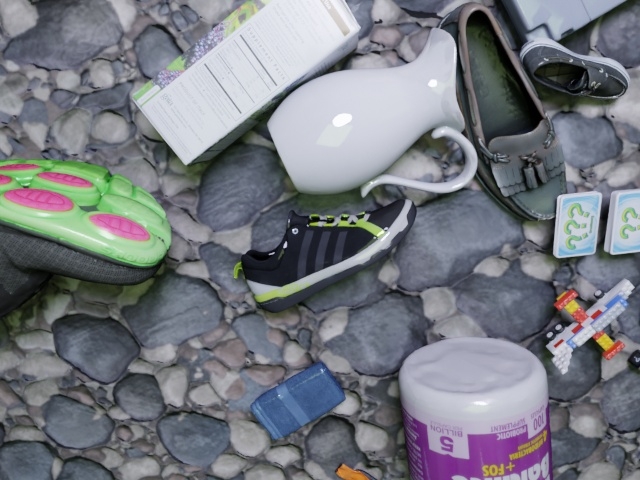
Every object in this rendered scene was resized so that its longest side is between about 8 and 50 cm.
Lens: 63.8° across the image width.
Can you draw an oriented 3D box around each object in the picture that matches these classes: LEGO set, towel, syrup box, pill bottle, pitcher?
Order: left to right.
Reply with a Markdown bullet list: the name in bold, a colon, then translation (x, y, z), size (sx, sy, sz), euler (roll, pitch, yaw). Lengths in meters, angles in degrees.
- **syrup box**: translation (-0.076, -0.191, 0.571), size (0.237, 0.093, 0.096), euler (-36, 98, 9)
- **towel**: translation (-0.030, 0.214, 0.689), size (0.119, 0.029, 0.067), euler (-32, 99, 9)
- **pitcher**: translation (0.062, -0.109, 0.571), size (0.207, 0.125, 0.177), euler (-24, 105, 2)
- **pill bottle**: translation (0.193, 0.286, 0.624), size (0.169, 0.169, 0.301), euler (-8, 102, 4)
- **LEGO set**: translation (0.367, 0.061, 0.610), size (0.182, 0.060, 0.244), euler (-5, 110, -4)

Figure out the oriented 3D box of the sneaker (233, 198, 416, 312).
- **sneaker**: translation (0.000, 0.000, 0.614), size (0.235, 0.084, 0.097), euler (-31, 98, 8)

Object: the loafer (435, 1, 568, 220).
- **loafer**: translation (0.204, -0.134, 0.575), size (0.096, 0.084, 0.267), euler (-28, 99, 8)

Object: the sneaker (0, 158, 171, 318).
- **sneaker**: translation (-0.394, 0.015, 0.605), size (0.483, 0.185, 0.202), euler (0, 111, 12)

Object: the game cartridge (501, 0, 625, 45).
- **game cartridge**: translation (0.313, -0.361, 0.539), size (0.297, 0.062, 0.198), euler (-30, 95, 8)

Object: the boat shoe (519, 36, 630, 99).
- **boat shoe**: translation (0.281, -0.179, 0.565), size (0.142, 0.040, 0.049), euler (12, 145, -16)

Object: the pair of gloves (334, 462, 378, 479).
- **pair of gloves**: translation (0.040, 0.356, 0.726), size (0.074, 0.010, 0.083), euler (34, 104, -6)
